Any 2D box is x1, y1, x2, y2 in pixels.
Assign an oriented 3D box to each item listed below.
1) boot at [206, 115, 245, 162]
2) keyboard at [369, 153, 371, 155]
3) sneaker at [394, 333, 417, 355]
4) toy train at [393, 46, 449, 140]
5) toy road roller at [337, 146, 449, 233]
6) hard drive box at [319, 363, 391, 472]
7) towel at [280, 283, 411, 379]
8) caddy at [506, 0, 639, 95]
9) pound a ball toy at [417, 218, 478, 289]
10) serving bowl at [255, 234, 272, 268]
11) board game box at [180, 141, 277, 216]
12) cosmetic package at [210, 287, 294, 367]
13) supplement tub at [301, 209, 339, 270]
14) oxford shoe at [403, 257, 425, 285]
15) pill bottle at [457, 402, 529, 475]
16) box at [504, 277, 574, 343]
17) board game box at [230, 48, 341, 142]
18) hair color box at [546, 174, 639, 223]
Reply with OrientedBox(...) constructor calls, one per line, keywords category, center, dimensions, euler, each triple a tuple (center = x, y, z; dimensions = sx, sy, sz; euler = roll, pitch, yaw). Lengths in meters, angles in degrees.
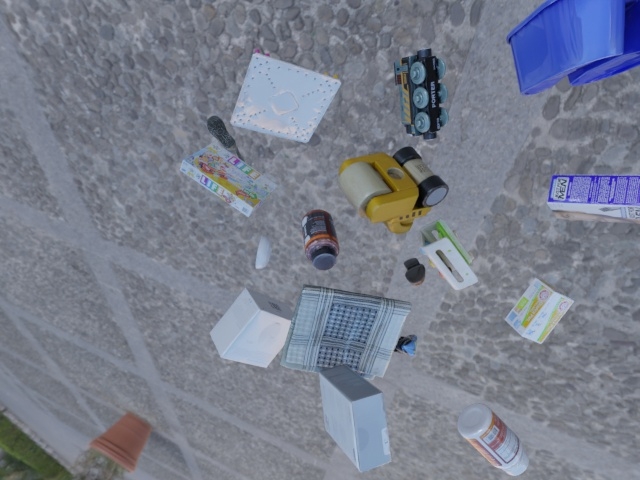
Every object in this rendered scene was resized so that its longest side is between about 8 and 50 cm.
OrientedBox(category="boot", center=(-0.395, -0.411, 1.758), dimensions=(0.189, 0.076, 0.208), euler=(59, 180, 12))
OrientedBox(category="keyboard", center=(0.301, -0.295, 1.871), dimensions=(0.033, 0.317, 0.201), euler=(-35, 84, 20))
OrientedBox(category="sneaker", center=(0.273, 0.335, 1.343), dimensions=(0.078, 0.066, 0.188), euler=(12, 173, 14))
OrientedBox(category="toy train", center=(0.380, -0.553, 1.573), dimensions=(0.190, 0.142, 0.333), euler=(29, 136, 57))
OrientedBox(category="toy road roller", center=(0.212, -0.129, 1.293), dimensions=(0.202, 0.330, 0.240), euler=(59, 150, 33))
OrientedBox(category="hard drive box", center=(0.083, 0.458, 1.091), dimensions=(0.232, 0.089, 0.180), euler=(-174, 77, -70))
OrientedBox(category="towel", center=(0.063, 0.279, 1.172), dimensions=(0.313, 0.056, 0.324), euler=(11, 122, -8))
OrientedBox(category="caddy", center=(0.520, -0.415, 0.802), dimensions=(0.242, 0.341, 0.179), euler=(-10, 96, 1))
OrientedBox(category="pound a ball toy", center=(0.507, 0.053, 1.654), dimensions=(0.136, 0.208, 0.319), euler=(-28, 122, 26))
OrientedBox(category="serving bowl", center=(-0.132, 0.029, 0.980), dimensions=(0.027, 0.083, 0.083), euler=(10, 138, -2))
OrientedBox(category="board game box", center=(-0.171, -0.120, 0.786), dimensions=(0.154, 0.103, 0.026), euler=(34, 128, 0))
OrientedBox(category="cosmetic package", center=(-0.236, 0.323, 1.504), dimensions=(0.224, 0.224, 0.138), euler=(32, -172, -45))
OrientedBox(category="supplement tub", center=(0.000, 0.000, 1.256), dimensions=(0.106, 0.197, 0.106), euler=(-5, 131, -5))
OrientedBox(category="oxford shoe", center=(0.358, 0.130, 1.524), dimensions=(0.076, 0.212, 0.075), euler=(-21, 101, 13))
OrientedBox(category="pill bottle", center=(0.536, 0.617, 1.270), dimensions=(0.216, 0.121, 0.121), euler=(46, 138, -9))
OrientedBox(category="box", center=(0.807, 0.259, 1.523), dimensions=(0.103, 0.114, 0.203), euler=(23, 106, -19))
OrientedBox(category="board game box", center=(-0.165, -0.626, 1.837), dimensions=(0.391, 0.050, 0.390), euler=(8, 147, -24))
OrientedBox(category="hair color box", center=(0.922, -0.128, 1.292), dimensions=(0.339, 0.109, 0.185), euler=(10, 172, 41))
